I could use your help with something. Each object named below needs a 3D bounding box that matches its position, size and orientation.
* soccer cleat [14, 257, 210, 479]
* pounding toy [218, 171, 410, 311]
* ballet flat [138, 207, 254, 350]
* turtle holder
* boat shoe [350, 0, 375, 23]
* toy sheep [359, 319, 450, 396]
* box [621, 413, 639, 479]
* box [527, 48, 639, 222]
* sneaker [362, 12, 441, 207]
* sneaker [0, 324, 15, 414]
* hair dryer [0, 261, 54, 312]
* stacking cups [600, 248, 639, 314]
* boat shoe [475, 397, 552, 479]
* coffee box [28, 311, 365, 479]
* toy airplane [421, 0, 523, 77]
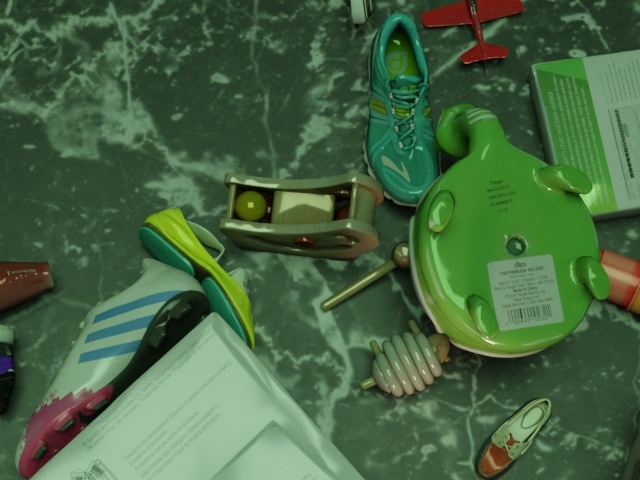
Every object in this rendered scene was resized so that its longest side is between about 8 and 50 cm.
[{"bbox_3d":[-0.281,0.165,1.909,0.331,0.116,0.143,-46,49,-5],"label":"soccer cleat"},{"bbox_3d":[0.000,0.000,1.932,0.269,0.154,0.155,6,73,0],"label":"pounding toy"},{"bbox_3d":[-0.145,0.044,1.960,0.077,0.077,0.231,-34,75,-34],"label":"ballet flat"},{"bbox_3d":[0.205,-0.002,1.889,0.243,0.227,0.320,-38,88,-16],"label":"turtle holder"},{"bbox_3d":[0.081,-0.409,2.091,0.070,0.078,0.219,5,72,7],"label":"boat shoe"},{"bbox_3d":[0.110,0.160,1.929,0.132,0.091,0.091,-30,77,4],"label":"toy sheep"},{"bbox_3d":[0.466,0.276,1.858,0.119,0.181,0.182,19,74,2],"label":"box"},{"bbox_3d":[0.468,-0.155,2.050,0.322,0.058,0.232,-8,74,-6],"label":"box"},{"bbox_3d":[0.108,-0.180,2.012,0.107,0.110,0.275,-6,75,-4],"label":"sneaker"},{"bbox_3d":[-0.534,0.193,1.880,0.293,0.102,0.146,-7,75,-5],"label":"sneaker"},{"bbox_3d":[-0.489,0.011,1.942,0.293,0.080,0.224,24,72,5],"label":"hair dryer"},{"bbox_3d":[0.509,0.095,1.956,0.316,0.096,0.096,21,74,3],"label":"stacking cups"},{"bbox_3d":[0.253,0.259,1.926,0.049,0.043,0.137,44,78,8],"label":"boat shoe"},{"bbox_3d":[-0.138,0.348,1.731,0.337,0.334,0.338,-42,82,-14],"label":"coffee box"},{"bbox_3d":[0.220,-0.306,2.096,0.151,0.028,0.151,0,74,-1],"label":"toy airplane"}]
